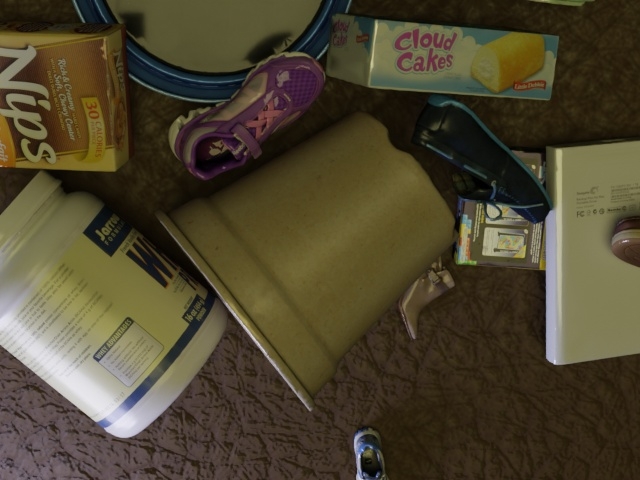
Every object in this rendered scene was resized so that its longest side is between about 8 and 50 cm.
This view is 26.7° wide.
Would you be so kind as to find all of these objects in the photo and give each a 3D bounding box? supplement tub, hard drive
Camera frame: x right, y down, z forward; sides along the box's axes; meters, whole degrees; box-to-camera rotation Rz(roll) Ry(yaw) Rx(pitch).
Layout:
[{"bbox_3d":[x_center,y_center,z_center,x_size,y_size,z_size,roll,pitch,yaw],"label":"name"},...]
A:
[{"bbox_3d":[-0.313,0.083,1.815,0.325,0.235,0.235,41,98,-10],"label":"supplement tub"},{"bbox_3d":[0.414,0.011,1.899,0.203,0.040,0.307,-6,104,-18],"label":"hard drive"}]

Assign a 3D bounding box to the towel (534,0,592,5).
[{"bbox_3d":[0.211,-0.443,1.785,0.325,0.038,0.248,5,98,9],"label":"towel"}]

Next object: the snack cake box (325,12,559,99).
[{"bbox_3d":[0.157,-0.242,1.766,0.264,0.152,0.089,1,104,-22],"label":"snack cake box"}]

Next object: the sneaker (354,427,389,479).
[{"bbox_3d":[0.075,0.347,1.977,0.052,0.058,0.135,-13,103,1],"label":"sneaker"}]

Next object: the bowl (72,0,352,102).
[{"bbox_3d":[-0.143,-0.381,1.800,0.391,0.077,0.391,0,103,-2],"label":"bowl"}]

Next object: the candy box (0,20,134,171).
[{"bbox_3d":[-0.413,-0.194,1.785,0.316,0.087,0.183,3,111,11],"label":"candy box"}]

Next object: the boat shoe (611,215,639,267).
[{"bbox_3d":[0.561,-0.029,1.876,0.342,0.123,0.123,-1,71,-11],"label":"boat shoe"}]

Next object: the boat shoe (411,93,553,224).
[{"bbox_3d":[0.205,-0.093,1.795,0.258,0.109,0.089,39,84,-28],"label":"boat shoe"}]

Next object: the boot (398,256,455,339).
[{"bbox_3d":[0.151,0.075,1.929,0.087,0.042,0.118,-19,103,0],"label":"boot"}]

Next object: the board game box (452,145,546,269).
[{"bbox_3d":[0.265,-0.048,1.903,0.141,0.048,0.170,4,102,-5],"label":"board game box"}]

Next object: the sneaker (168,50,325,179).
[{"bbox_3d":[-0.093,-0.154,1.768,0.236,0.104,0.095,-32,119,12],"label":"sneaker"}]

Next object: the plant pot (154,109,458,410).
[{"bbox_3d":[0.000,0.000,1.790,0.305,0.334,0.334,-39,101,-5],"label":"plant pot"}]
